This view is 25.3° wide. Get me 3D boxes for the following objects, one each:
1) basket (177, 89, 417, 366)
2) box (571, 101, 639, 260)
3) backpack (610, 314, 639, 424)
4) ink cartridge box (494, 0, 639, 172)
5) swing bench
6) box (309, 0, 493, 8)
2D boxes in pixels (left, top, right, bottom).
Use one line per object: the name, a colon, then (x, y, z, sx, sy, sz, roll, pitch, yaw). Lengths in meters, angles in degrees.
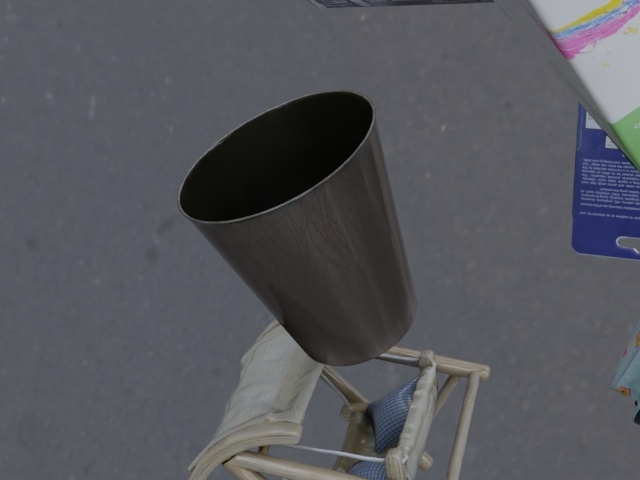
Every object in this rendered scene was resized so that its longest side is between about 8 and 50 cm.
basket: (0.000, 0.000, 1.380, 0.204, 0.227, 0.154, -32, 38, -6)
box: (0.305, -0.092, 1.315, 0.136, 0.225, 0.036, 6, 15, 18)
backpack: (0.412, 0.116, 1.553, 0.144, 0.166, 0.188, 33, 38, 18)
ink cartridge box: (0.112, -0.211, 0.759, 0.119, 0.353, 0.207, -38, 51, 9)
swing bench: (0.020, 0.202, 1.504, 0.254, 0.165, 0.253, 27, 31, -2)
box: (0.133, -0.373, 1.496, 0.307, 0.076, 0.243, 2, 80, 21)
